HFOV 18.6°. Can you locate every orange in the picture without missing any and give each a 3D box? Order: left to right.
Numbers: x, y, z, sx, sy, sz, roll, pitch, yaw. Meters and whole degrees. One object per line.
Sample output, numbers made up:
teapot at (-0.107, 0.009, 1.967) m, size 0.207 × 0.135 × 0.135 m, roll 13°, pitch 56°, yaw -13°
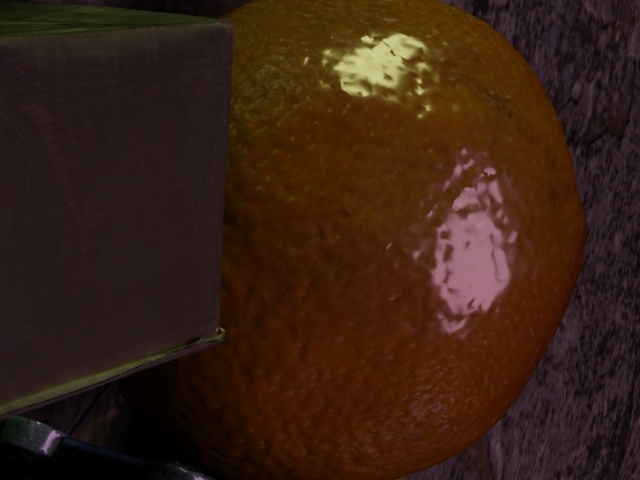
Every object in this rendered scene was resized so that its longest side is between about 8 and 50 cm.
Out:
orange at (0.000, 0.000, 0.989) m, size 0.264 × 0.264 × 0.264 m, roll -33°, pitch 129°, yaw -54°

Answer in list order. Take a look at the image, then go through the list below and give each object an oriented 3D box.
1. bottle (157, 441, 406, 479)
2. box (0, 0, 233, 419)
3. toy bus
bottle at (-0.064, 0.236, 1.058) m, size 0.351 × 0.171 × 0.171 m, roll -65°, pitch 150°, yaw -29°
box at (-0.159, -0.018, 0.791) m, size 0.231 × 0.155 × 0.149 m, roll -14°, pitch 110°, yaw -59°
toy bus at (-0.092, 0.149, 0.946) m, size 0.106 × 0.185 × 0.090 m, roll 47°, pitch 60°, yaw -61°
